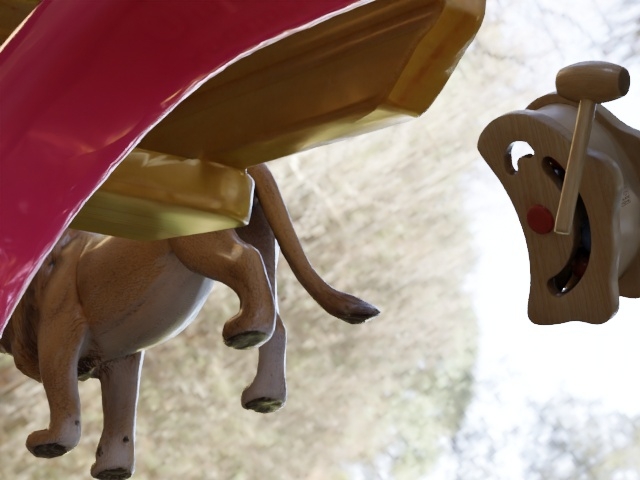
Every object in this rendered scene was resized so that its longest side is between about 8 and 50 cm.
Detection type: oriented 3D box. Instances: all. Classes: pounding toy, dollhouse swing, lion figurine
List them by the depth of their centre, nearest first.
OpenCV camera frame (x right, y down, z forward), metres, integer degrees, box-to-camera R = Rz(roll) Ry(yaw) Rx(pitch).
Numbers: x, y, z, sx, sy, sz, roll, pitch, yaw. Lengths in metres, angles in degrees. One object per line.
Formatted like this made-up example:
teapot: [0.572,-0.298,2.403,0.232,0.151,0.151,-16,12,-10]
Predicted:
dollhouse swing: [-0.114,-0.204,0.678,0.305,0.315,0.347,158,-59,-66]
lion figurine: [-0.125,0.025,0.953,0.142,0.392,0.240,30,45,-46]
pounding toy: [0.203,-0.039,1.167,0.154,0.154,0.270,20,-55,42]

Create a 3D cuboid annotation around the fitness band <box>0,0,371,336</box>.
fitness band: [0.000,0.000,0.255,0.290,0.209,0.054,-13,-37,40]
